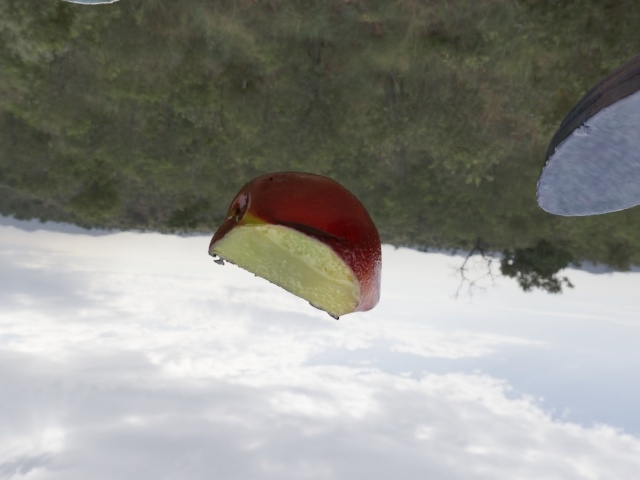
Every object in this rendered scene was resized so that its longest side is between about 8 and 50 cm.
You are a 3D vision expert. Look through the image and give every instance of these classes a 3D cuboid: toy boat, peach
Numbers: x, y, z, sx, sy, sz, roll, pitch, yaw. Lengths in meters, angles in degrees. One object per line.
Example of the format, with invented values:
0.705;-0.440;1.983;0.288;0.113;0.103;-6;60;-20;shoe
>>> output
0.321;-0.102;0.564;0.127;0.078;0.283;30;160;1;toy boat
0.001;-0.004;0.765;0.268;0.158;0.154;30;143;-12;peach

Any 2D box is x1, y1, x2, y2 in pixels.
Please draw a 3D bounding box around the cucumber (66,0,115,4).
-0.147;-0.241;0.452;0.250;0.055;0.056;-16;-179;0;cucumber
